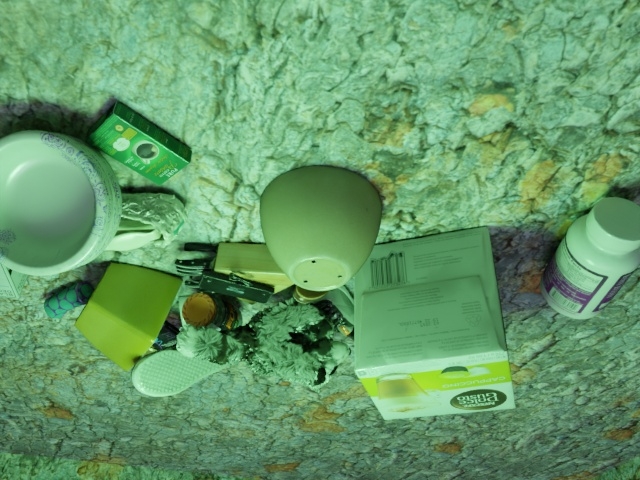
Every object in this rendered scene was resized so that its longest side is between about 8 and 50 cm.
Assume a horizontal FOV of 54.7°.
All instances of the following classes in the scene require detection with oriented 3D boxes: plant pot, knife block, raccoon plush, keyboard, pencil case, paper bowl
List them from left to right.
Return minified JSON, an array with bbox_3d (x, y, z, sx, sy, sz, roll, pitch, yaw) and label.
[{"bbox_3d":[-0.547,-0.077,1.262,0.284,0.284,0.148,-1,-173,2],"label":"paper bowl"},{"bbox_3d":[-0.695,0.166,1.720,0.152,0.064,0.070,-23,121,28],"label":"pencil case"},{"bbox_3d":[-0.520,0.184,1.642,0.187,0.212,0.212,31,135,-16],"label":"plant pot"},{"bbox_3d":[-0.214,0.058,1.543,0.276,0.088,0.242,-28,133,36],"label":"knife block"},{"bbox_3d":[-0.204,0.109,1.521,0.180,0.023,0.108,15,149,-15],"label":"keyboard"},{"bbox_3d":[-0.138,0.280,1.668,0.447,0.216,0.299,13,157,1],"label":"raccoon plush"},{"bbox_3d":[0.000,0.000,1.384,0.284,0.190,0.284,0,143,0],"label":"plant pot"}]

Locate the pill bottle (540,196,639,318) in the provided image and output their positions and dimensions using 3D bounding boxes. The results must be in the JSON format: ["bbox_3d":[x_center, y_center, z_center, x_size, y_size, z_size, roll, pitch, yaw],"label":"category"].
[{"bbox_3d":[0.639,0.042,1.444,0.169,0.169,0.301,2,143,-2],"label":"pill bottle"}]

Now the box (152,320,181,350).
[{"bbox_3d":[-0.492,0.292,1.911,0.116,0.029,0.162,-17,141,22],"label":"box"}]

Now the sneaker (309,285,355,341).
[{"bbox_3d":[0.047,0.193,1.706,0.100,0.108,0.271,-26,134,33],"label":"sneaker"}]

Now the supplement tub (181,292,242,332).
[{"bbox_3d":[-0.294,0.206,1.681,0.117,0.116,0.190,-8,162,11],"label":"supplement tub"}]

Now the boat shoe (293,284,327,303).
[{"bbox_3d":[-0.003,0.103,1.525,0.073,0.207,0.073,47,130,8],"label":"boat shoe"}]

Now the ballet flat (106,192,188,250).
[{"bbox_3d":[-0.508,-0.038,1.394,0.409,0.147,0.147,-2,143,6],"label":"ballet flat"}]

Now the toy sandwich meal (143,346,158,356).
[{"bbox_3d":[-0.548,0.352,1.993,0.086,0.029,0.085,6,145,4],"label":"toy sandwich meal"}]

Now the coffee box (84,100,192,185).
[{"bbox_3d":[-0.368,-0.192,1.262,0.113,0.040,0.184,-30,132,35],"label":"coffee box"}]

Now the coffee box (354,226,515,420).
[{"bbox_3d":[0.283,0.220,1.544,0.338,0.338,0.334,-9,142,14],"label":"coffee box"}]

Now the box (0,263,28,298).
[{"bbox_3d":[-0.842,0.026,1.521,0.169,0.087,0.290,7,143,-7],"label":"box"}]

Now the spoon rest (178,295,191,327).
[{"bbox_3d":[-0.365,0.271,1.835,0.137,0.084,0.276,-3,142,4],"label":"spoon rest"}]

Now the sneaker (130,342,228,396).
[{"bbox_3d":[-0.402,0.350,1.702,0.128,0.126,0.321,-11,176,37],"label":"sneaker"}]
